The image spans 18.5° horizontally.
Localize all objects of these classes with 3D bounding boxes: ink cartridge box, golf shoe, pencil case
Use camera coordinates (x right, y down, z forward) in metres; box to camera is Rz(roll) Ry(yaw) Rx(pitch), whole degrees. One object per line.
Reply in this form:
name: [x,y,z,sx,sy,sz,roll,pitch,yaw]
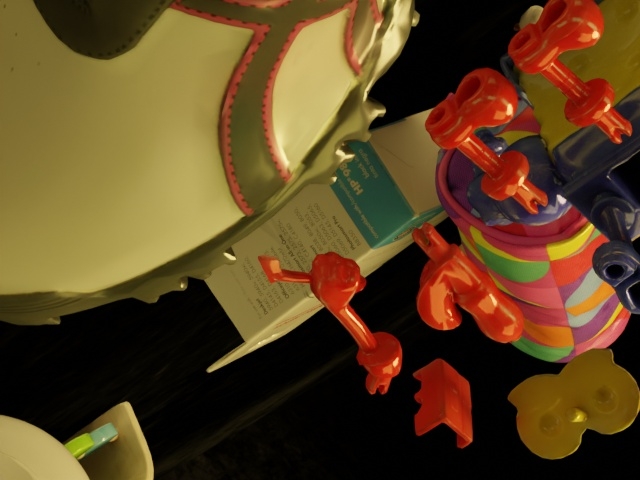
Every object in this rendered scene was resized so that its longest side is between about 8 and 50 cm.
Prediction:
ink cartridge box: [0.000,0.000,1.171,0.180,0.060,0.104,-37,173,30]
golf shoe: [-0.019,-0.084,0.367,0.273,0.105,0.120,-43,154,27]
pencil case: [0.125,-0.007,1.113,0.104,0.104,0.236,-32,156,-2]

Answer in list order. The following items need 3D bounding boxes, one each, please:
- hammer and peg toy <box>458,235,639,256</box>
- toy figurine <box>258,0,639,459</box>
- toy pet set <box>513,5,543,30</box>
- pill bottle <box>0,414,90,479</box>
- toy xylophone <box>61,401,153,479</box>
hammer and peg toy: [0.242,-0.102,1.296,0.361,0.127,0.266,-38,174,39]
toy figurine: [0.149,-0.092,0.899,0.362,0.191,0.217,-39,-150,27]
toy pet set: [0.159,-0.130,1.078,0.122,0.065,0.114,-34,139,-15]
pill bottle: [-0.204,0.183,1.188,0.146,0.146,0.264,-31,174,-13]
toy xylophone: [-0.272,0.238,1.564,0.236,0.081,0.323,-35,173,21]
